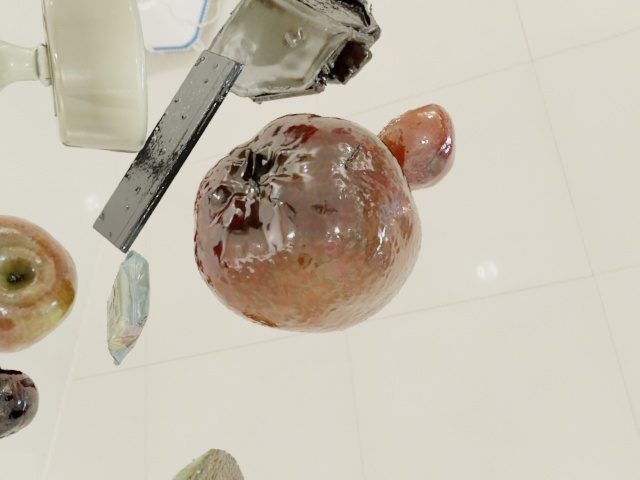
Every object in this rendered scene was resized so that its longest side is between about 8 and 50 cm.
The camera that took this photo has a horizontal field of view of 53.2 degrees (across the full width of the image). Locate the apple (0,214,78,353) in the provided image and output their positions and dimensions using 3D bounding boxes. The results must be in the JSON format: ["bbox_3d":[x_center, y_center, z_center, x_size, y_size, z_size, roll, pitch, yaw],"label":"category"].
[{"bbox_3d":[-0.701,0.104,1.434,0.301,0.301,0.302,-7,69,19],"label":"apple"}]

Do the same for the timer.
[{"bbox_3d":[-0.306,-0.159,0.584,0.265,0.175,0.175,-8,62,-22],"label":"timer"}]

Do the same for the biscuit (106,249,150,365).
[{"bbox_3d":[-0.451,0.164,1.496,0.309,0.079,0.186,135,136,-54],"label":"biscuit"}]

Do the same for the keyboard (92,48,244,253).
[{"bbox_3d":[-0.215,-0.129,0.902,0.101,0.018,0.310,29,87,40],"label":"keyboard"}]

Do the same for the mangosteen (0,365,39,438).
[{"bbox_3d":[-0.607,0.297,1.191,0.152,0.152,0.153,-7,69,19],"label":"mangosteen"}]

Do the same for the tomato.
[{"bbox_3d":[0.149,-0.124,0.970,0.155,0.155,0.069,-38,53,5],"label":"tomato"}]

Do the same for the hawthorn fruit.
[{"bbox_3d":[0.000,0.000,0.863,0.284,0.369,0.285,-9,65,19],"label":"hawthorn fruit"}]

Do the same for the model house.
[{"bbox_3d":[-0.030,-0.409,1.399,0.297,0.282,0.317,49,123,11],"label":"model house"}]

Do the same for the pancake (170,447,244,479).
[{"bbox_3d":[-0.207,0.477,1.146,0.054,0.376,0.198,0,65,14],"label":"pancake"}]
